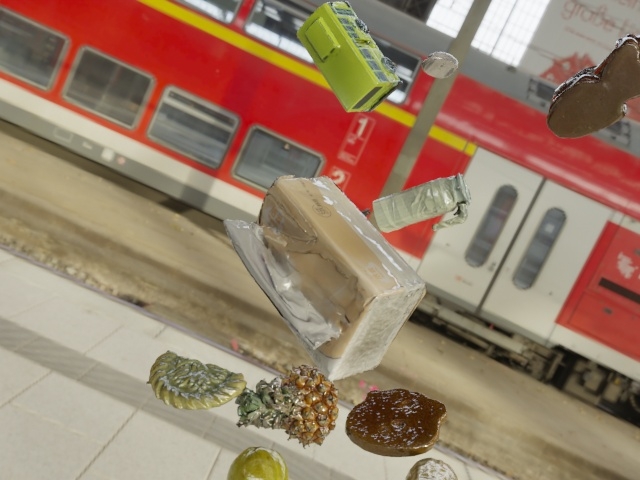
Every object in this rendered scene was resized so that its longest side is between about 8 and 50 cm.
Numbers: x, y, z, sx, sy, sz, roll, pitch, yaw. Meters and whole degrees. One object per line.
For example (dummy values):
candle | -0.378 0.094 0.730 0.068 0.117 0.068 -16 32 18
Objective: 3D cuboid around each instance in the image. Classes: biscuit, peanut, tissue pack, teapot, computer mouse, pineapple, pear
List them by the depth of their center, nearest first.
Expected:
tissue pack | -0.016 0.061 1.192 0.239 0.238 0.305 16 29 -53
teapot | 0.220 -0.066 1.494 0.201 0.107 0.077 -19 -17 25
computer mouse | 0.282 -0.421 1.665 0.096 0.066 0.039 9 57 -32
pear | -0.150 0.575 1.673 0.149 0.162 0.149 11 -14 3
peanut | 0.268 0.661 1.756 0.140 0.153 0.325 25 23 6
biscuit | -0.351 0.387 1.902 0.274 0.036 0.187 14 32 14
biscuit | 0.215 0.526 2.027 0.273 0.049 0.257 9 32 26
pineapple | -0.123 0.483 2.038 0.272 0.262 0.262 11 15 -45

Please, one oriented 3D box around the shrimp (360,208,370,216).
shrimp | 0.005 0.004 1.605 0.066 0.262 0.117 60 3 4

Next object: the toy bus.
toy bus | 0.064 -0.449 1.704 0.150 0.128 0.262 -20 74 -53

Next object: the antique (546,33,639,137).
antique | 0.570 -0.310 1.376 0.121 0.257 0.143 45 38 -6
